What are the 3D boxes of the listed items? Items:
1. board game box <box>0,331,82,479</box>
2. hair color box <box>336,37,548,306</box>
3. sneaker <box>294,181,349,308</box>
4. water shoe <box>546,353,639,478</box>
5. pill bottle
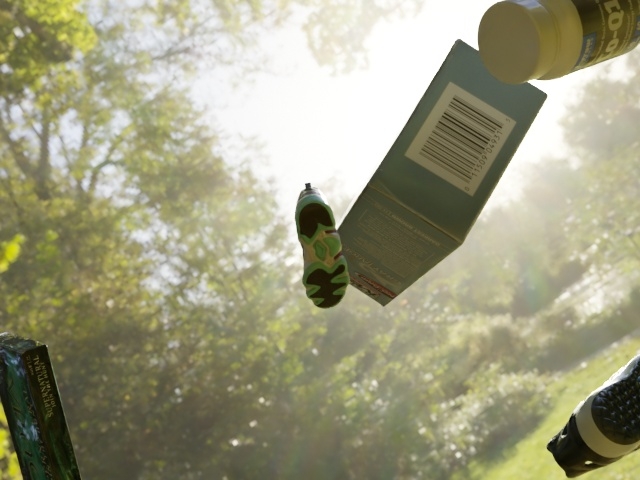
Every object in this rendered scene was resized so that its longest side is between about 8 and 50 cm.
[{"bbox_3d":[-0.272,0.184,0.915,0.026,0.186,0.126,-18,10,-33],"label":"board game box"},{"bbox_3d":[0.109,-0.057,1.087,0.185,0.114,0.374,-58,-1,-15],"label":"hair color box"},{"bbox_3d":[0.000,0.000,0.765,0.038,0.098,0.069,-6,25,-1],"label":"sneaker"},{"bbox_3d":[0.274,0.156,0.864,0.203,0.073,0.080,-6,-33,-46],"label":"water shoe"},{"bbox_3d":[0.195,-0.172,0.764,0.137,0.078,0.078,-23,-13,-33],"label":"pill bottle"}]
